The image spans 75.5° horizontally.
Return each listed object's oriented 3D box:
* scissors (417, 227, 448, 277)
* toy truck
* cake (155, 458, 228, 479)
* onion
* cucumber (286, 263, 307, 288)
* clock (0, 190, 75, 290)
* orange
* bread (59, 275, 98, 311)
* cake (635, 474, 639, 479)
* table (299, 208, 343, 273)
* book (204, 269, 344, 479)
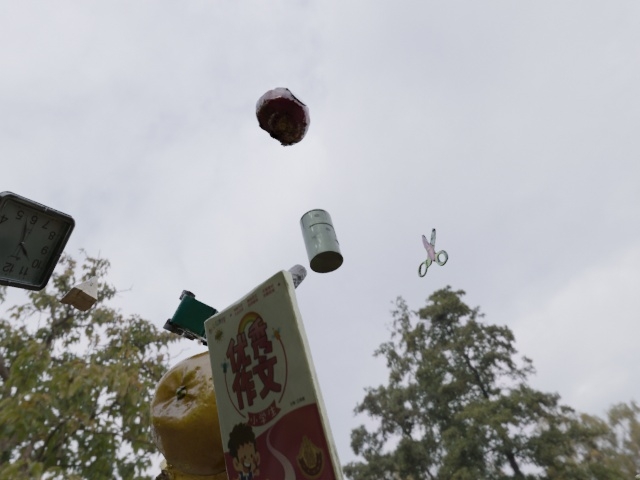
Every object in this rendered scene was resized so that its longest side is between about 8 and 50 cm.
[{"bbox_3d":[0.391,0.035,1.465,0.020,0.187,0.133,30,-48,-24],"label":"scissors"},{"bbox_3d":[-0.341,0.223,1.145,0.124,0.114,0.253,20,-22,11],"label":"toy truck"},{"bbox_3d":[-0.283,0.604,1.132,0.285,0.227,0.223,-2,-89,9],"label":"cake"},{"bbox_3d":[-0.106,-0.393,1.235,0.173,0.198,0.135,25,-49,-35],"label":"onion"},{"bbox_3d":[-0.085,0.118,1.280,0.064,0.112,0.064,16,-58,27],"label":"cucumber"},{"bbox_3d":[-0.945,0.008,1.309,0.273,0.049,0.279,49,-120,-68],"label":"clock"},{"bbox_3d":[-0.251,0.381,0.947,0.279,0.279,0.235,-26,-56,4],"label":"orange"},{"bbox_3d":[-0.873,0.175,1.500,0.077,0.152,0.105,-43,-48,3],"label":"bread"},{"bbox_3d":[0.419,0.267,0.374,0.156,0.179,0.261,-28,-41,-52],"label":"cake"},{"bbox_3d":[0.000,0.000,1.532,0.126,0.220,0.126,-8,-41,-7],"label":"table"},{"bbox_3d":[-0.066,0.171,0.473,0.162,0.232,0.022,-33,-29,30],"label":"book"}]
